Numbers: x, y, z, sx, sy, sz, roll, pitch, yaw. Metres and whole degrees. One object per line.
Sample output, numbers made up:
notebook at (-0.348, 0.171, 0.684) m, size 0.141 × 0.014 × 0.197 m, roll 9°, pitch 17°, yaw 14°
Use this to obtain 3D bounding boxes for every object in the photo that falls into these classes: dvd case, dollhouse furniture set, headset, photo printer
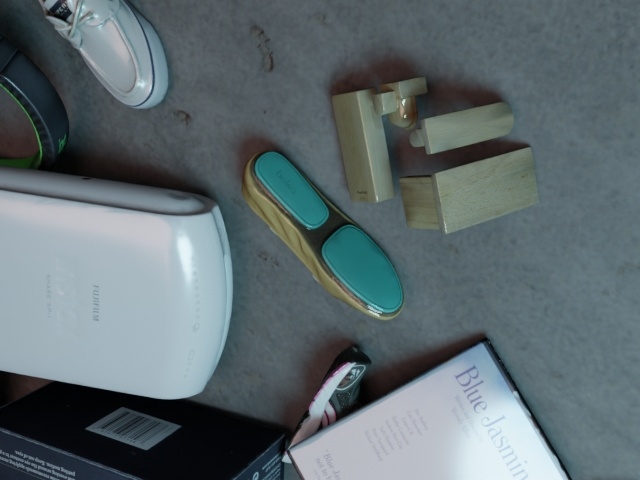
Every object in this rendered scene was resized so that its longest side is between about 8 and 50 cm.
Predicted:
dvd case at (0.114, 0.243, 0.832) m, size 0.253 × 0.022 × 0.180 m, roll -31°, pitch 84°, yaw 8°
dollhouse furniture set at (0.114, -0.094, 0.793) m, size 0.151 × 0.123 × 0.144 m, roll 6°, pitch 110°, yaw 59°
headset at (-0.488, -0.179, 0.887) m, size 0.394 × 0.185 × 0.243 m, roll 36°, pitch 137°, yaw -22°
photo printer at (-0.257, 0.052, 0.925) m, size 0.307 × 0.107 × 0.256 m, roll 9°, pitch 111°, yaw 7°

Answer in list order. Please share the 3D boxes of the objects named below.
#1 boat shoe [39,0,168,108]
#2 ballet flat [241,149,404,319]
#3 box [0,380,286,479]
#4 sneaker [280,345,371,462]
boat shoe at (-0.270, -0.267, 0.883) m, size 0.096 × 0.088 × 0.267 m, roll -25°, pitch 93°, yaw 27°
ballet flat at (0.000, 0.000, 0.855) m, size 0.232 × 0.080 × 0.073 m, roll 50°, pitch 145°, yaw 8°
box at (-0.236, 0.371, 0.982) m, size 0.343 × 0.179 × 0.312 m, roll 11°, pitch 107°, yaw 25°
sneaker at (0.024, 0.201, 0.899) m, size 0.077 × 0.072 × 0.178 m, roll 28°, pitch 122°, yaw 3°
